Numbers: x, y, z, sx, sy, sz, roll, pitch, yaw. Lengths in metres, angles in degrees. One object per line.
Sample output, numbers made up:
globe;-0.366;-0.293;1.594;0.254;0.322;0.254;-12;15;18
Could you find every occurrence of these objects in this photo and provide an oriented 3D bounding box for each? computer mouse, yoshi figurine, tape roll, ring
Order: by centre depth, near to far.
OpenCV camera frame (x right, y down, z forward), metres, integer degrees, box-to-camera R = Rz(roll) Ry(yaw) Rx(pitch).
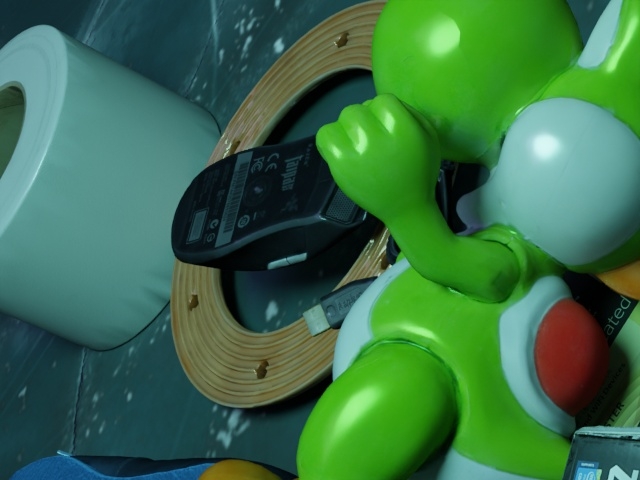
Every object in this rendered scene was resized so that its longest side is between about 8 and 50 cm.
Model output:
yoshi figurine;0.057;0.003;0.870;0.362;0.203;0.203;-59;24;1
computer mouse;0.000;0.000;1.175;0.262;0.060;0.184;-20;47;33
ring;-0.004;-0.028;1.280;0.336;0.032;0.337;-35;41;38
tape roll;-0.224;-0.045;1.479;0.246;0.169;0.246;-33;43;38

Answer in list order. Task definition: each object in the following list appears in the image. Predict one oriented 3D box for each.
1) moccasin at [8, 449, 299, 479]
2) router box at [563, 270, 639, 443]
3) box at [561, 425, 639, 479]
moccasin;-0.111;0.220;1.182;0.342;0.116;0.138;-5;76;49
router box;0.171;0.103;0.883;0.309;0.081;0.243;-58;32;8
box;0.164;0.261;0.614;0.079;0.257;0.322;-3;64;53
